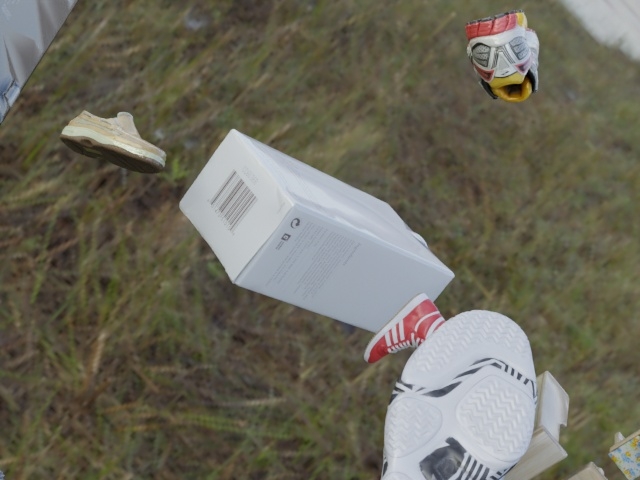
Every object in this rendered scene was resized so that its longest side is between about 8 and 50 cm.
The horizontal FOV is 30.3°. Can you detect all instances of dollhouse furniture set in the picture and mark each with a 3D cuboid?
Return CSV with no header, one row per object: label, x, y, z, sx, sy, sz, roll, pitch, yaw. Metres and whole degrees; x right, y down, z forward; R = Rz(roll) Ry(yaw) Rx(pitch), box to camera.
dollhouse furniture set,0.293,0.298,1.362,0.242,0.212,0.161,50,22,-5

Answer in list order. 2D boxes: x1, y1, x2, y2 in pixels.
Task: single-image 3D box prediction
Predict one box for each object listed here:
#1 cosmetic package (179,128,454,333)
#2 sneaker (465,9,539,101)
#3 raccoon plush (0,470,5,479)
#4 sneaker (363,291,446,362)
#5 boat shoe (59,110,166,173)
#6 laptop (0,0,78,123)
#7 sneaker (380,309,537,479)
cosmetic package,0.000,0.000,1.813,0.385,0.156,0.217,25,18,-43
sneaker,0.218,-0.205,1.411,0.225,0.088,0.093,1,79,-73
raccoon plush,-0.495,0.204,1.282,0.216,0.299,0.447,-19,101,-31
sneaker,0.111,0.130,1.511,0.067,0.118,0.042,48,17,20
boat shoe,-0.284,-0.148,1.657,0.190,0.072,0.068,19,-19,31
laptop,-0.342,-0.180,0.973,0.382,0.236,0.408,-89,158,-61
sneaker,0.112,0.258,1.178,0.137,0.210,0.366,16,67,6
